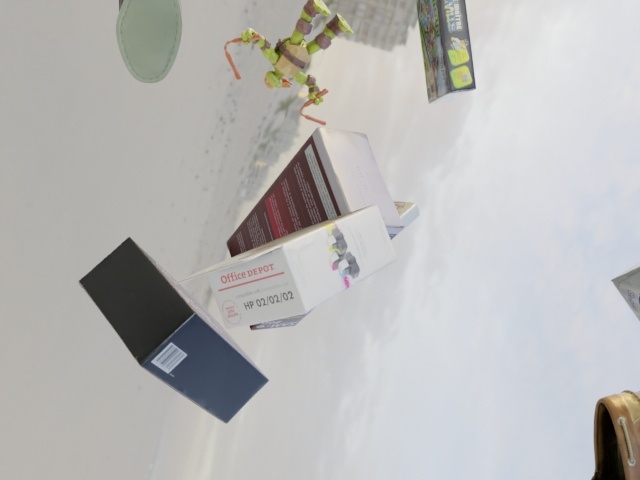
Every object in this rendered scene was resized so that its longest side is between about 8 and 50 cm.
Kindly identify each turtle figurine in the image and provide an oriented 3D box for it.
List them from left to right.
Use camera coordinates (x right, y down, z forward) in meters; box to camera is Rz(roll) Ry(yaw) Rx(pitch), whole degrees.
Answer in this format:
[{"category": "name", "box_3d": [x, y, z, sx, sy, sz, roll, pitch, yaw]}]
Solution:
[{"category": "turtle figurine", "box_3d": [-0.038, -0.368, 1.370, 0.217, 0.269, 0.087, -42, -151, 23]}]

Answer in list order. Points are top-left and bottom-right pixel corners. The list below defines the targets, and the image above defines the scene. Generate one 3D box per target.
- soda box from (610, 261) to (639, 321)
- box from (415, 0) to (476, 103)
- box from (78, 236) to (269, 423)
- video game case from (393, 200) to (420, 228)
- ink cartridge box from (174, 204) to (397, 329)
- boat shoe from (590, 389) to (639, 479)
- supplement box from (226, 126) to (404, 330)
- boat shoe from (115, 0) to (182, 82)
[{"category": "soda box", "box_3d": [0.494, 0.008, 0.798, 0.098, 0.286, 0.091, 59, -13, 12]}, {"category": "box", "box_3d": [0.157, -0.289, 0.886, 0.114, 0.036, 0.207, -138, -140, -84]}, {"category": "box", "box_3d": [-0.206, 0.138, 1.000, 0.103, 0.184, 0.261, -45, 146, -10]}, {"category": "video game case", "box_3d": [0.000, 0.000, 1.004, 0.206, 0.227, 0.026, 9, -53, 45]}, {"category": "ink cartridge box", "box_3d": [-0.027, 0.028, 0.613, 0.104, 0.181, 0.062, -18, -86, 41]}, {"category": "boat shoe", "box_3d": [0.433, 0.373, 0.974, 0.122, 0.119, 0.324, 145, -51, -79]}, {"category": "supplement box", "box_3d": [-0.018, -0.005, 0.796, 0.239, 0.073, 0.130, -45, -125, 43]}, {"category": "boat shoe", "box_3d": [-0.212, -0.312, 0.849, 0.069, 0.081, 0.228, -106, -160, -52]}]
